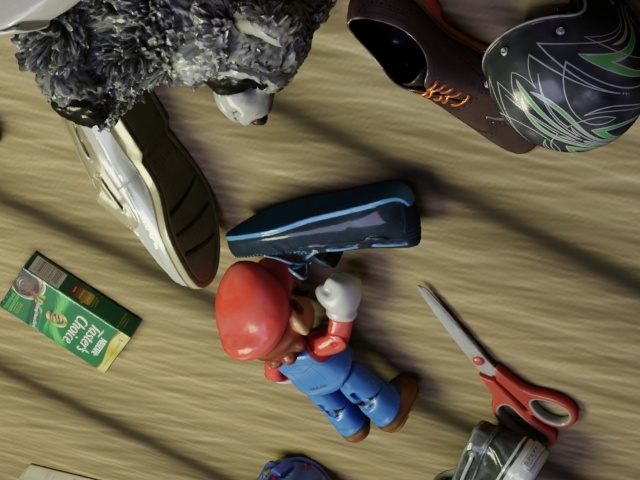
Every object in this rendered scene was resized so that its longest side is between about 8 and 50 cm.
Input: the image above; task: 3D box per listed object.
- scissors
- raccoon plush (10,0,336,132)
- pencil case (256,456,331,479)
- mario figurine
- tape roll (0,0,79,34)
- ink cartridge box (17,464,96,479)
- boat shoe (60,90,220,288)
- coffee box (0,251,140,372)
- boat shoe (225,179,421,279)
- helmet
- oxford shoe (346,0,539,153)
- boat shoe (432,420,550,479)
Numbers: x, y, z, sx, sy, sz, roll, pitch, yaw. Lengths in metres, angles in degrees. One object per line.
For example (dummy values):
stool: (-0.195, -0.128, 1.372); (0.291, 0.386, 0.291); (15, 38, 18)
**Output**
scissors: (0.210, 0.170, 1.954); (0.297, 0.021, 0.109); (37, 137, -13)
raccoon plush: (-0.193, -0.307, 1.585); (0.299, 0.216, 0.446); (-19, 120, 28)
pencil case: (-0.096, 0.433, 2.280); (0.133, 0.119, 0.306); (50, 136, 6)
mario figurine: (-0.006, 0.120, 1.972); (0.198, 0.170, 0.320); (-41, 122, 7)
tape roll: (-0.360, -0.400, 1.527); (0.391, 0.072, 0.392); (4, 101, 22)
ink cartridge box: (-0.380, 0.467, 2.496); (0.224, 0.056, 0.181); (12, 135, 18)
boat shoe: (-0.222, -0.073, 1.880); (0.103, 0.113, 0.302); (-8, 116, 33)
coffee box: (-0.358, 0.105, 2.153); (0.184, 0.040, 0.113); (34, 136, -7)
boat shoe: (0.000, 0.000, 1.832); (0.258, 0.109, 0.089); (-8, 115, 34)
helmet: (0.249, -0.169, 1.516); (0.169, 0.162, 0.169); (13, 135, 14)
oxford shoe: (0.131, -0.172, 1.615); (0.271, 0.098, 0.097); (39, 135, -12)
boat shoe: (0.211, 0.359, 2.082); (0.119, 0.121, 0.335); (35, 134, 15)
